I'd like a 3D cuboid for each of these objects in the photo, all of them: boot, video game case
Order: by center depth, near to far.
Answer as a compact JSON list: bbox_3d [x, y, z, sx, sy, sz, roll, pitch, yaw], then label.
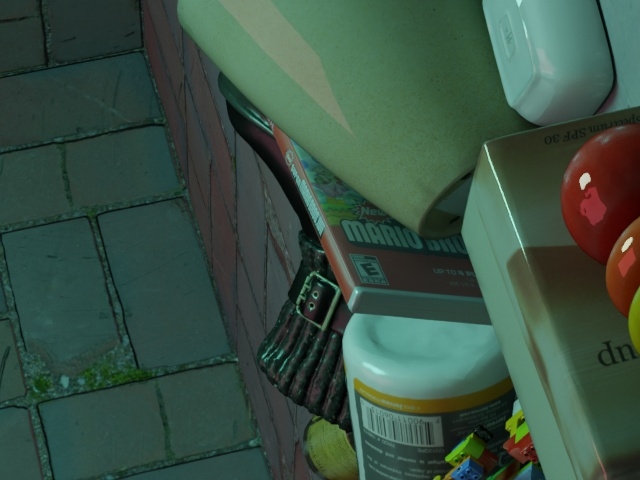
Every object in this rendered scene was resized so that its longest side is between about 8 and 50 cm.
[{"bbox_3d":[0.080,-0.029,1.679,0.285,0.204,0.025,-114,37,-48],"label":"video game case"},{"bbox_3d":[-0.002,0.001,1.854,0.348,0.131,0.260,45,130,32],"label":"boot"}]

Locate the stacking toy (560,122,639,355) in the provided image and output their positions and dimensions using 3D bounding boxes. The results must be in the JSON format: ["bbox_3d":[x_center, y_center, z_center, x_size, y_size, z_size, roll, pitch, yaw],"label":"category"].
[{"bbox_3d":[0.227,0.058,1.095,0.330,0.141,0.141,-117,18,-45],"label":"stacking toy"}]

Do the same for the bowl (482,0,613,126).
[{"bbox_3d":[0.164,-0.157,1.480,0.142,0.053,0.142,119,138,-77],"label":"bowl"}]

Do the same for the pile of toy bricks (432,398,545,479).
[{"bbox_3d":[0.151,0.216,1.573,0.212,0.118,0.105,-46,15,31],"label":"pile of toy bricks"}]

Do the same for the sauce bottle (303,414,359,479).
[{"bbox_3d":[0.073,0.206,2.192,0.344,0.111,0.111,141,117,-70],"label":"sauce bottle"}]

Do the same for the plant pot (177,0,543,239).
[{"bbox_3d":[0.059,-0.143,1.619,0.274,0.256,0.256,57,162,21],"label":"plant pot"}]

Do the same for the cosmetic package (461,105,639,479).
[{"bbox_3d":[0.206,0.074,1.246,0.129,0.153,0.296,96,158,-62],"label":"cosmetic package"}]

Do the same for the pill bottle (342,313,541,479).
[{"bbox_3d":[0.111,0.186,1.722,0.162,0.162,0.278,-118,17,-56],"label":"pill bottle"}]
